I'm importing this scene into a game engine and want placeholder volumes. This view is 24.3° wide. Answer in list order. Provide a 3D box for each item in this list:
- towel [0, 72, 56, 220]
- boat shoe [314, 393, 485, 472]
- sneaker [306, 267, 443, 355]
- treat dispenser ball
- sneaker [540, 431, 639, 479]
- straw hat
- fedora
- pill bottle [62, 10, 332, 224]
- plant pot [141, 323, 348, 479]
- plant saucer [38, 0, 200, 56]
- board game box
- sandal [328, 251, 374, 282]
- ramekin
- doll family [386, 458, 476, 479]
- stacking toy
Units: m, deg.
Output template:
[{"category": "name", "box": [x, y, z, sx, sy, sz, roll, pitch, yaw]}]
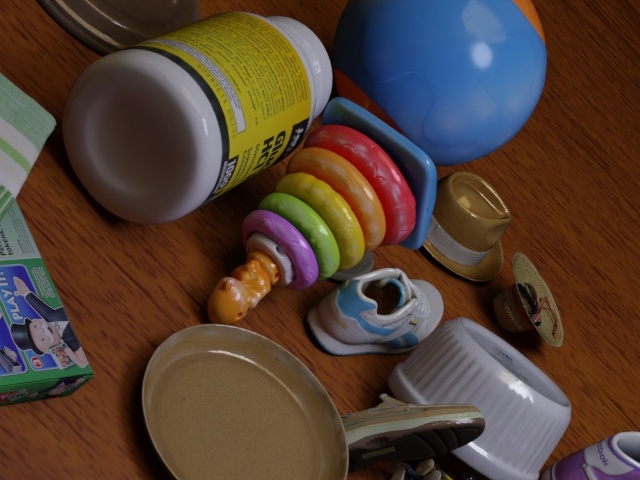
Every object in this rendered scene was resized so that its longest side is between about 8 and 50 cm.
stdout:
[{"category": "towel", "box": [-0.387, -0.077, 1.309, 0.248, 0.038, 0.325, 40, 41, -21]}, {"category": "boat shoe", "box": [0.079, 0.194, 1.592, 0.190, 0.068, 0.072, -9, 51, -5]}, {"category": "sneaker", "box": [0.087, 0.080, 1.771, 0.228, 0.092, 0.087, -9, 62, -54]}, {"category": "treat dispenser ball", "box": [0.159, -0.243, 1.999, 0.288, 0.288, 0.288, 30, 38, -27]}, {"category": "sneaker", "box": [0.429, 0.331, 1.858, 0.282, 0.161, 0.102, 31, 36, -28]}, {"category": "straw hat", "box": [0.266, 0.092, 1.995, 0.144, 0.061, 0.144, 46, 30, -37]}, {"category": "fedora", "box": [0.196, -0.036, 2.023, 0.194, 0.079, 0.194, 31, 38, -27]}, {"category": "pill bottle", "box": [-0.122, -0.152, 1.673, 0.188, 0.188, 0.334, 51, 34, 3]}, {"category": "plant pot", "box": [-0.079, 0.191, 1.500, 0.236, 0.032, 0.236, 23, 42, -22]}, {"category": "plant saucer", "box": [-0.254, -0.330, 1.833, 0.278, 0.041, 0.278, 29, 39, -27]}, {"category": "board game box", "box": [-0.359, 0.008, 1.370, 0.213, 0.046, 0.317, -4, 60, -49]}, {"category": "sandal", "box": [0.000, 0.000, 1.788, 0.180, 0.049, 0.072, 23, 42, -34]}, {"category": "ramekin", "box": [0.189, 0.180, 1.706, 0.207, 0.109, 0.207, 35, 10, -7]}, {"category": "doll family", "box": [0.151, 0.300, 1.606, 0.111, 0.076, 0.193, 41, 17, -37]}, {"category": "stacking toy", "box": [-0.022, -0.005, 1.666, 0.166, 0.175, 0.302, 36, 59, 22]}]
